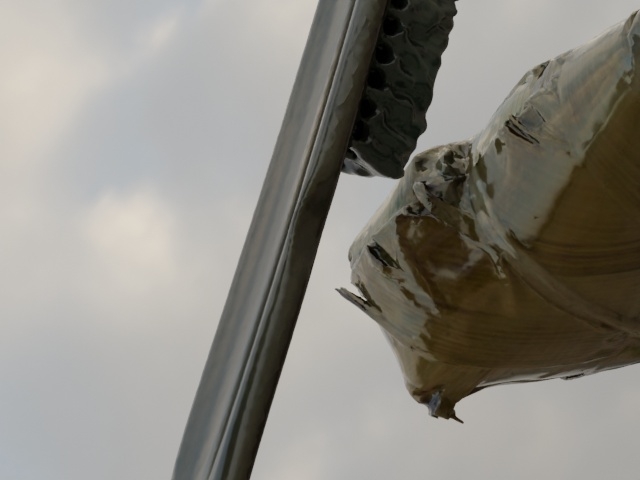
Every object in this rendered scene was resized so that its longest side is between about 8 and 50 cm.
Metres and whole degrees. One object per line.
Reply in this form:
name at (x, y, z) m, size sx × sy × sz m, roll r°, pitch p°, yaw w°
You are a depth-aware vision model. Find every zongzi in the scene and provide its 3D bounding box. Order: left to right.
zongzi at (0.127, -0.024, 0.696) m, size 0.194 × 0.099 × 0.197 m, roll -8°, pitch -31°, yaw -39°

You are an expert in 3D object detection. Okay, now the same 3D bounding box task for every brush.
brush at (0.000, 0.000, 0.397) m, size 0.034 × 0.027 × 0.190 m, roll -22°, pitch 48°, yaw 62°
